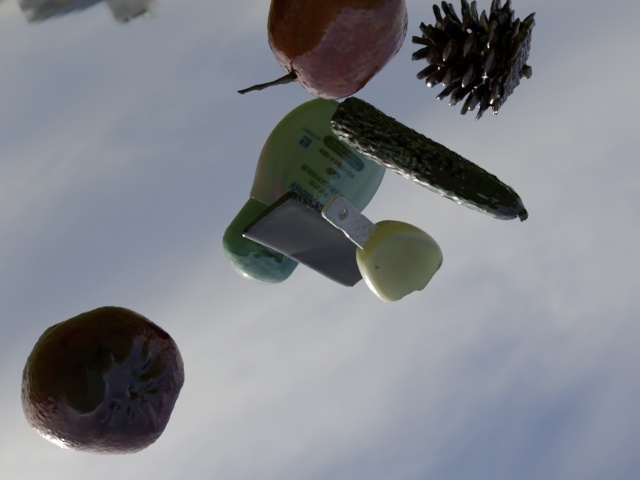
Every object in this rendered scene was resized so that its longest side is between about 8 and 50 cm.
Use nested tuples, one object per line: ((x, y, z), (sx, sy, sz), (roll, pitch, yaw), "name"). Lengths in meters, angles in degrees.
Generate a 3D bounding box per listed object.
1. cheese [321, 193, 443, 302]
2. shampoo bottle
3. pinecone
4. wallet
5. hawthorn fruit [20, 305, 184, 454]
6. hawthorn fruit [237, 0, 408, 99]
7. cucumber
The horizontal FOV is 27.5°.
((0.084, 0.006, 1.996), (0.127, 0.255, 0.050), (-54, -139, -1), "cheese")
((-0.040, -0.077, 2.357), (0.349, 0.222, 0.151), (-53, -161, -7), "shampoo bottle")
((0.238, -0.294, 2.031), (0.208, 0.208, 0.208), (-23, -161, 8), "pinecone")
((0.000, -0.001, 2.134), (0.124, 0.244, 0.025), (-40, -138, 30), "wallet")
((-0.338, 0.216, 1.907), (0.230, 0.210, 0.266), (1, 163, -42), "hawthorn fruit")
((0.003, -0.221, 1.452), (0.203, 0.162, 0.162), (-59, -158, -1), "hawthorn fruit")
((0.138, -0.097, 1.658), (0.293, 0.067, 0.067), (32, -126, 30), "cucumber")
